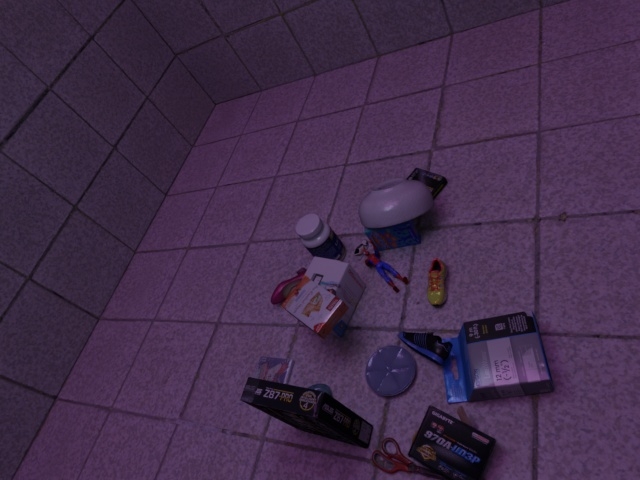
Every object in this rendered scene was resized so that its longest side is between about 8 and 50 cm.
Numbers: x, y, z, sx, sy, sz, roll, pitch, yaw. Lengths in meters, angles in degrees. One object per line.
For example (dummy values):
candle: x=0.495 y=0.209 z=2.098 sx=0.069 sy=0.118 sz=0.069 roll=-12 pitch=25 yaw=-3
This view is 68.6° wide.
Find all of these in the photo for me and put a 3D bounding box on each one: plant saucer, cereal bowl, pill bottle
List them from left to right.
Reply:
plant saucer: x=-0.015 y=0.618 z=1.859 sx=0.119 sy=0.021 sz=0.119 roll=-16 pitch=25 yaw=8
pill bottle: x=0.000 y=0.000 z=2.209 sx=0.153 sy=0.264 sz=0.153 roll=-18 pitch=47 yaw=21
cereal bowl: x=0.320 y=-0.185 z=2.072 sx=0.339 sy=0.141 sz=0.339 roll=-18 pitch=18 yaw=6

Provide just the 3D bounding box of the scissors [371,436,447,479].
scissors: x=0.303 y=0.762 z=1.553 sx=0.297 sy=0.021 sz=0.109 roll=19 pitch=65 yaw=41

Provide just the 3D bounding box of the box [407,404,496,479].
box: x=0.411 y=0.651 z=1.474 sx=0.220 sy=0.051 sz=0.175 roll=24 pitch=81 yaw=23

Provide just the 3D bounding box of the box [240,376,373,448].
box: x=-0.039 y=0.605 z=1.639 sx=0.318 sy=0.395 sz=0.097 roll=-3 pitch=56 yaw=34

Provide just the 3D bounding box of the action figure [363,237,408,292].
action figure: x=0.256 y=0.097 z=2.056 sx=0.091 sy=0.139 sz=0.280 roll=-41 pitch=41 yaw=-4

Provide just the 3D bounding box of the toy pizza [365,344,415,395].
toy pizza: x=0.267 y=0.496 z=1.786 sx=0.201 sy=0.032 sz=0.201 roll=-18 pitch=46 yaw=20

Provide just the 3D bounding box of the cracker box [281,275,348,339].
cracker box: x=-0.025 y=0.258 z=1.827 sx=0.232 sy=0.067 sz=0.155 roll=28 pitch=74 yaw=42

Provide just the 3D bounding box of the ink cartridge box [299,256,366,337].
ink cartridge box: x=0.032 y=0.241 z=2.035 sx=0.197 sy=0.198 sz=0.270 roll=10 pitch=61 yaw=38

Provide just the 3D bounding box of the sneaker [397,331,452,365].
sneaker: x=0.390 y=0.380 z=1.751 sx=0.090 sy=0.081 sz=0.232 roll=-51 pitch=35 yaw=-11

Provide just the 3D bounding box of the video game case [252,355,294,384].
video game case: x=-0.219 y=0.604 z=2.031 sx=0.184 sy=0.023 sz=0.201 roll=-4 pitch=53 yaw=32

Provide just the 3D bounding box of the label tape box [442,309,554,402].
label tape box: x=0.577 y=0.399 z=1.599 sx=0.348 sy=0.115 sz=0.249 roll=-15 pitch=48 yaw=22

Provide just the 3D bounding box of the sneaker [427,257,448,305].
sneaker: x=0.461 y=0.163 z=1.886 sx=0.082 sy=0.094 sz=0.208 roll=-7 pitch=53 yaw=28

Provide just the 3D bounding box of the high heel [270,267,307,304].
high heel: x=-0.127 y=0.230 z=2.240 sx=0.244 sy=0.082 sz=0.117 roll=-38 pitch=31 yaw=-18

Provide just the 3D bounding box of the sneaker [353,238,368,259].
sneaker: x=0.192 y=0.037 z=2.211 sx=0.040 sy=0.043 sz=0.109 roll=4 pitch=56 yaw=39

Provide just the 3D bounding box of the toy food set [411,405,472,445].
toy food set: x=0.406 y=0.651 z=1.544 sx=0.218 sy=0.071 sz=0.128 roll=-33 pitch=67 yaw=5

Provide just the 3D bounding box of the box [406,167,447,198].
box: x=0.479 y=-0.252 z=2.255 sx=0.184 sy=0.045 sz=0.191 roll=-47 pitch=43 yaw=-10

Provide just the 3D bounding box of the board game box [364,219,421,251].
board game box: x=0.322 y=-0.028 z=2.091 sx=0.210 sy=0.160 sz=0.047 roll=-12 pitch=50 yaw=27

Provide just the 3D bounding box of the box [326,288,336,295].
box: x=0.005 y=0.260 z=1.875 sx=0.094 sy=0.027 sz=0.137 roll=-5 pitch=53 yaw=28
